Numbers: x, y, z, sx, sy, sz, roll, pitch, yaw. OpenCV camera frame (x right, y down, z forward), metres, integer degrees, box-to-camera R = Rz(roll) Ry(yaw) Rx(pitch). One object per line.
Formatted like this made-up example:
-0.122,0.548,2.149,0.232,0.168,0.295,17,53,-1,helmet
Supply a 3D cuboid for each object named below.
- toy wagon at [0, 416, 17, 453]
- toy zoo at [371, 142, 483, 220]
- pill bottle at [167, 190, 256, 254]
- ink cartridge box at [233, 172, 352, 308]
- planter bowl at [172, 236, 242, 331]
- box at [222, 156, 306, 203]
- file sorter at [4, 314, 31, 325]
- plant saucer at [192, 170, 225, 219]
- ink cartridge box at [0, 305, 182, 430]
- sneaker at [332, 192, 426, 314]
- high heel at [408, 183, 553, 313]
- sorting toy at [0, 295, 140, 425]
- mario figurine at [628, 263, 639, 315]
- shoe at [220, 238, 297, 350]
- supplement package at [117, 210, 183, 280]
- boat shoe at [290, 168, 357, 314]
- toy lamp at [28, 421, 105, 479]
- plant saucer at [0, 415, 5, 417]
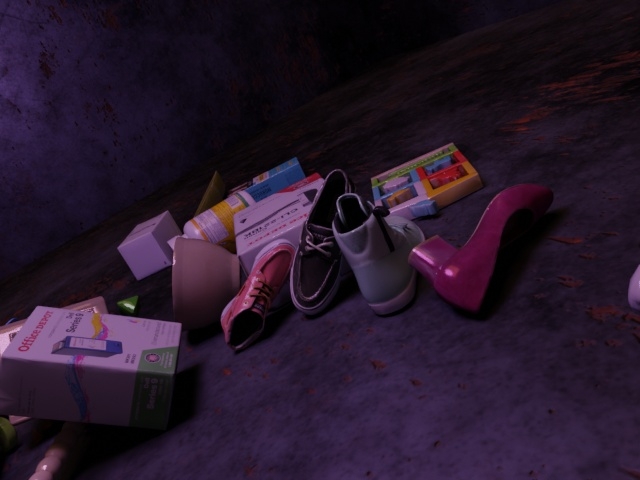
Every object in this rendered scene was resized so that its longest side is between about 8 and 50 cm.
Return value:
-0.574,0.333,0.821,0.344,0.068,0.267,-6,10,25,toy wagon
0.194,-0.104,1.108,0.192,0.030,0.293,-23,20,10,toy zoo
-0.233,-0.014,1.307,0.208,0.118,0.117,-33,20,-16,pill bottle
-0.046,-0.010,1.052,0.196,0.114,0.273,-27,20,-1,ink cartridge box
-0.190,0.073,0.999,0.109,0.162,0.162,-2,17,-7,planter bowl
-0.162,-0.152,1.660,0.244,0.060,0.100,-26,19,1,box
-0.507,0.196,1.090,0.170,0.105,0.118,-11,20,4,file sorter
-0.313,-0.084,1.603,0.189,0.045,0.188,-61,14,13,plant saucer
-0.306,0.172,0.798,0.212,0.093,0.154,8,16,-11,ink cartridge box
0.087,-0.020,0.847,0.094,0.151,0.256,-22,18,18,sneaker
0.237,0.006,0.733,0.244,0.082,0.117,-22,44,-25,high heel
-0.432,0.199,0.967,0.347,0.047,0.196,-17,53,-21,sorting toy
0.386,0.004,0.500,0.198,0.170,0.320,-58,-9,28,mario figurine
-0.089,0.084,0.884,0.178,0.063,0.081,-54,22,8,shoe
-0.445,0.010,1.544,0.105,0.105,0.179,-24,19,8,supplement package
0.000,0.000,0.864,0.077,0.220,0.070,11,-12,12,boat shoe
-0.340,0.273,0.771,0.080,0.080,0.275,-24,22,10,toy lamp
-0.603,0.299,1.122,0.168,0.029,0.168,-24,18,9,plant saucer
